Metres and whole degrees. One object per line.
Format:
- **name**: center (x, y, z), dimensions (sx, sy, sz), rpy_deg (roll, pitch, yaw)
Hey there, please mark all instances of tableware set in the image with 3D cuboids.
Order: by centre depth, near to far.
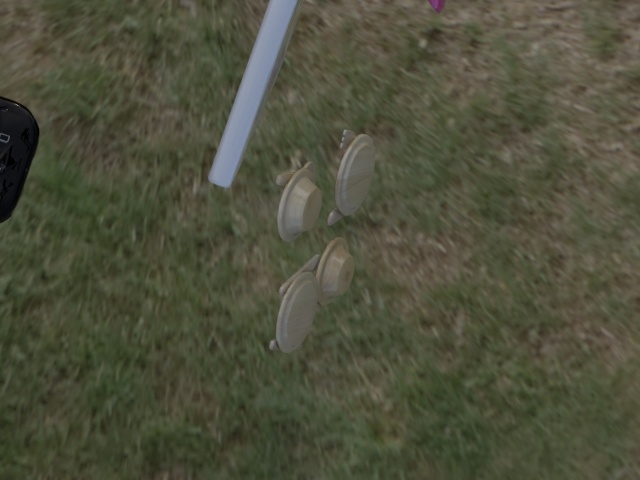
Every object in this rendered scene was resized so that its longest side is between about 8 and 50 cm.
- **tableware set**: center (0.000, 0.000, 1.221), dimensions (0.020, 0.141, 0.169), rpy_deg (16, 112, 22)

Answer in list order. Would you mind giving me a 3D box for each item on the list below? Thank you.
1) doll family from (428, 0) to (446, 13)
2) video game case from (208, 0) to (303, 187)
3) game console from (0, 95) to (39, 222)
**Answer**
- **doll family**: center (0.067, -0.257, 0.853), dimensions (0.163, 0.118, 0.263), rpy_deg (-34, 82, 9)
- **video game case**: center (-0.041, -0.191, 1.495), dimensions (0.026, 0.206, 0.227), rpy_deg (21, 126, -3)
- **game console**: center (-0.403, -0.123, 1.340), dimensions (0.361, 0.044, 0.213), rpy_deg (18, 94, 8)
